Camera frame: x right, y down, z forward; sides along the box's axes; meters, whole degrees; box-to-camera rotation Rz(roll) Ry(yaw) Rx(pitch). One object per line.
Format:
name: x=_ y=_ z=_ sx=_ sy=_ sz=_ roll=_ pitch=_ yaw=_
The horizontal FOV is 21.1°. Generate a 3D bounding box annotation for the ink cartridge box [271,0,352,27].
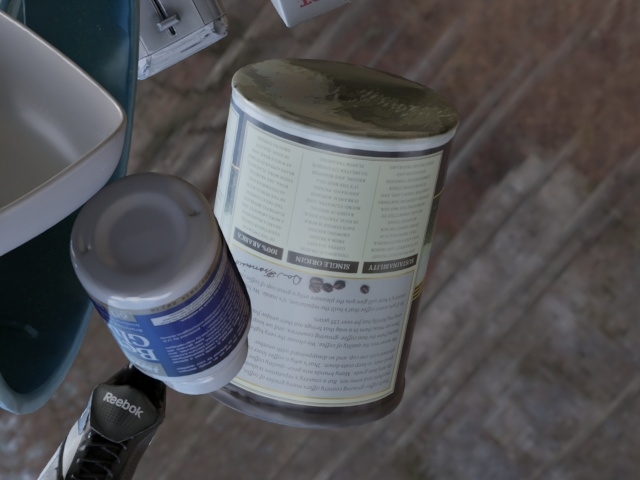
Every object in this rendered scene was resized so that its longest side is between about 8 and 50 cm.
ink cartridge box: x=0.002 y=-0.306 z=1.447 sx=0.212 sy=0.154 sz=0.093 roll=70 pitch=176 yaw=-48

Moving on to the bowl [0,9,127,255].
bowl: x=-0.175 y=-0.039 z=0.792 sx=0.142 sy=0.053 sz=0.142 roll=-33 pitch=-125 yaw=-31

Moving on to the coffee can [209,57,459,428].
coffee can: x=0.000 y=0.000 z=1.530 sx=0.202 sy=0.275 sz=0.201 roll=9 pitch=-157 yaw=-4

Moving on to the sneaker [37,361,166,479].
sneaker: x=-0.192 y=0.181 z=1.524 sx=0.078 sy=0.106 sz=0.234 roll=26 pitch=-146 yaw=0

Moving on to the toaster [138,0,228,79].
toaster: x=-0.174 y=-0.249 z=1.726 sx=0.146 sy=0.129 sz=0.227 roll=63 pitch=176 yaw=-10

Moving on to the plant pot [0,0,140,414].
plant pot: x=-0.319 y=-0.082 z=1.102 sx=0.334 sy=0.341 sz=0.341 roll=8 pitch=-158 yaw=7

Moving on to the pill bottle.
pill bottle: x=-0.097 y=0.036 z=1.122 sx=0.094 sy=0.094 sz=0.169 roll=52 pitch=170 yaw=29
